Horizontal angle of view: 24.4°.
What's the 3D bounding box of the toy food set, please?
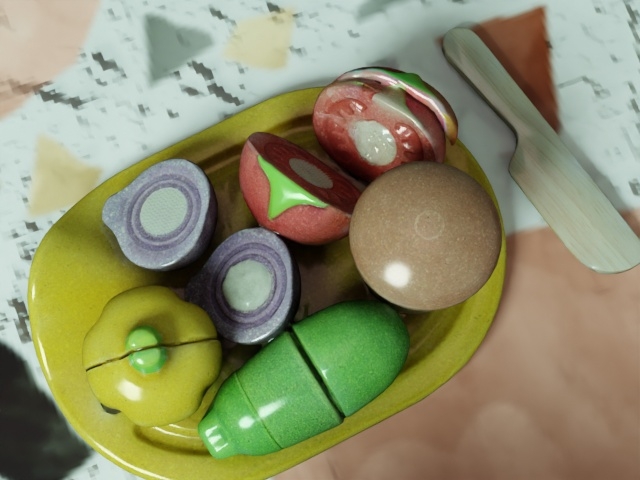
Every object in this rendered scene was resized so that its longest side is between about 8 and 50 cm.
[{"bbox_3d":[0.000,0.000,0.518,0.218,0.071,0.128,-28,79,-7],"label":"toy food set"}]
